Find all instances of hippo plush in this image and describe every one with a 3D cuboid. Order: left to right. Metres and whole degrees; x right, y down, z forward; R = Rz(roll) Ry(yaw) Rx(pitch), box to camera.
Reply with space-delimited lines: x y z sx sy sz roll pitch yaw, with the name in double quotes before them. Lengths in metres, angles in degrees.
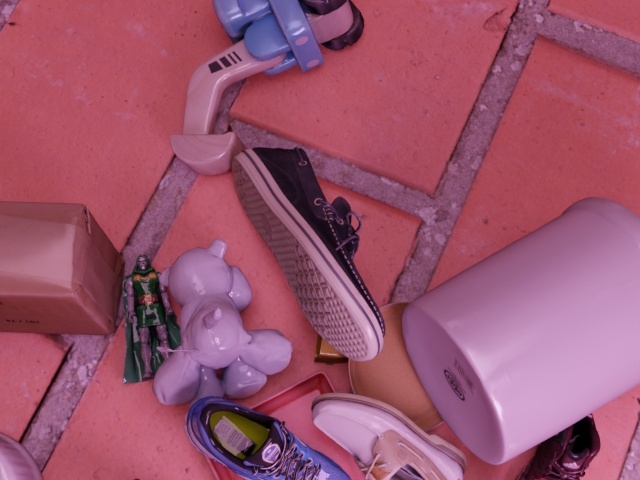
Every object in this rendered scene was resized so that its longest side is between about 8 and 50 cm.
"hippo plush" -0.217 0.143 1.682 0.234 0.294 0.236 -35 54 14

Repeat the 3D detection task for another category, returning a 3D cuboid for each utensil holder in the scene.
"utensil holder" 0.376 0.155 1.617 0.385 0.327 0.328 -28 74 -14

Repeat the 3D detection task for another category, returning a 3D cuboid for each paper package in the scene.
"paper package" -0.536 0.051 1.654 0.324 0.309 0.168 2 71 1

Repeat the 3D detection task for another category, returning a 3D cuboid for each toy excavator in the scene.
"toy excavator" -0.132 -0.393 1.889 0.445 0.222 0.433 -24 74 5

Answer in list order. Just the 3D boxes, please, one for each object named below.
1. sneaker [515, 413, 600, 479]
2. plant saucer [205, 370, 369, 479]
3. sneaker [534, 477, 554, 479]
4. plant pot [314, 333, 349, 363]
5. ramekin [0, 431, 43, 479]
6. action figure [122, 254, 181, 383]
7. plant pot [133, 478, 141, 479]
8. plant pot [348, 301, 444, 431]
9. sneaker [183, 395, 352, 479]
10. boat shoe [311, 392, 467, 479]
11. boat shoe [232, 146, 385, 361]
"sneaker" 0.401 0.410 1.632 0.106 0.162 0.281 21 72 6
"plant saucer" -0.047 0.402 1.686 0.259 0.048 0.258 -27 74 -10
"sneaker" 0.318 0.499 1.582 0.262 0.104 0.125 -51 57 26
"plant pot" 0.039 0.184 1.745 0.083 0.081 0.081 10 72 -5
"ramekin" -0.620 0.450 1.611 0.277 0.135 0.277 0 72 -1
"action figure" -0.315 0.138 1.758 0.137 0.063 0.232 -8 76 -16
"plant pot" -0.284 0.517 1.574 0.174 0.191 0.191 28 73 -1
"plant pot" 0.154 0.229 1.723 0.236 0.032 0.236 4 79 -20
"sneaker" -0.079 0.371 1.584 0.330 0.147 0.130 31 74 -4
"boat shoe" 0.116 0.361 1.625 0.302 0.113 0.103 27 48 -10
"boat shoe" 0.000 0.000 1.708 0.156 0.187 0.500 -17 50 -20
